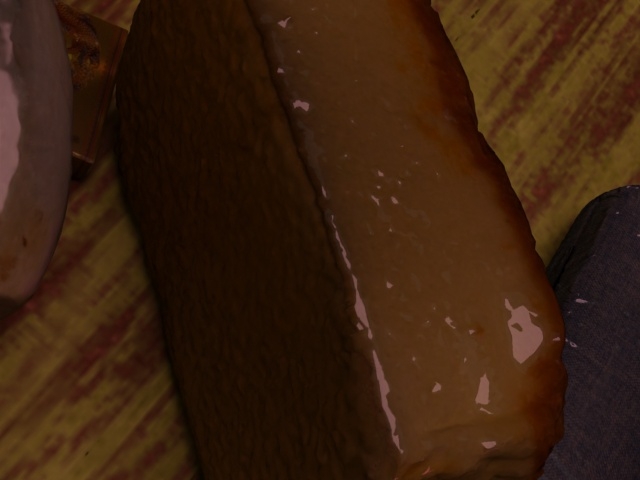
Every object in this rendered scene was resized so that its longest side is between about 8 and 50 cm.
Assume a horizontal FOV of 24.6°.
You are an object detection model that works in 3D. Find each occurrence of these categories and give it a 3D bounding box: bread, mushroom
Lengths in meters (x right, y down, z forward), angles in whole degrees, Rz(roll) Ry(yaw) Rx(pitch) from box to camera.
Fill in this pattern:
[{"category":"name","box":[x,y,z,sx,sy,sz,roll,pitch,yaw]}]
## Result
[{"category":"bread","box":[0.000,0.000,0.644,0.114,0.185,0.275,-5,65,-26]},{"category":"mushroom","box":[-0.195,-0.126,0.642,0.123,0.095,0.351,-22,72,-15]}]

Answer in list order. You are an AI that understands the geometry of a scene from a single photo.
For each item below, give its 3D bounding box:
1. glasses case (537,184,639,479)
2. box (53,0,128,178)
[{"category":"glasses case","box":[0.143,0.081,0.745,0.109,0.067,0.282,44,49,-13]},{"category":"box","box":[-0.174,-0.093,0.702,0.156,0.022,0.089,21,56,-16]}]
